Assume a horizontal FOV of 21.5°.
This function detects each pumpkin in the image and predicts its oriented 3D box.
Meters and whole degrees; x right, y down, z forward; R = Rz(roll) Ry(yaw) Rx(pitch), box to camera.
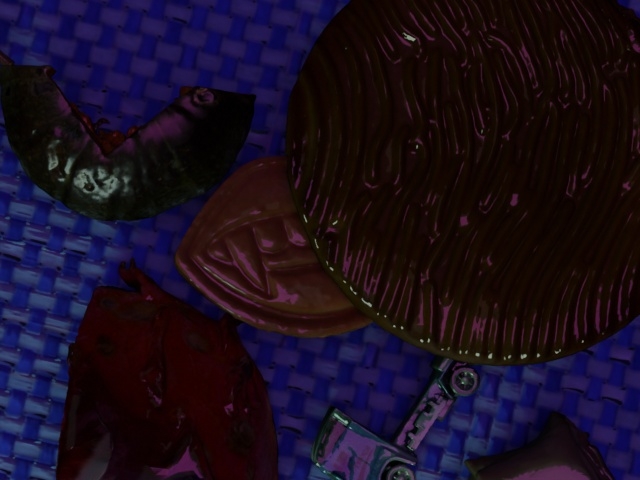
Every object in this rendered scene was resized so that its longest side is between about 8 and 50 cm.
[{"bbox_3d":[-0.142,-0.067,1.211,0.183,0.119,0.108,5,86,1],"label":"pumpkin"}]

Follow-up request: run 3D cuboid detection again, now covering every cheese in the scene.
[{"bbox_3d":[0.143,0.239,1.234,0.202,0.091,0.175,-27,88,-5],"label":"cheese"}]

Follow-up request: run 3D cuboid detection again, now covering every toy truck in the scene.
[{"bbox_3d":[0.063,0.113,1.244,0.081,0.067,0.175,34,86,-1],"label":"toy truck"}]

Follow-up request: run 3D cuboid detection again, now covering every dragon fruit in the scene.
[{"bbox_3d":[-0.103,0.152,1.200,0.161,0.126,0.274,5,88,-4],"label":"dragon fruit"}]

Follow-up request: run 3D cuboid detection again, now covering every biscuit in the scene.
[{"bbox_3d":[0.000,0.000,1.235,0.220,0.029,0.142,-12,80,-19],"label":"biscuit"},{"bbox_3d":[0.130,-0.065,1.239,0.318,0.040,0.318,2,75,-9],"label":"biscuit"}]

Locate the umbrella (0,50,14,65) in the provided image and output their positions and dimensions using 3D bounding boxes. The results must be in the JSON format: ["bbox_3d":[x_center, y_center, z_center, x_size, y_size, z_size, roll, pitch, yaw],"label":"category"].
[{"bbox_3d":[-0.290,-0.182,1.250,0.165,0.025,0.027,43,104,1],"label":"umbrella"}]
